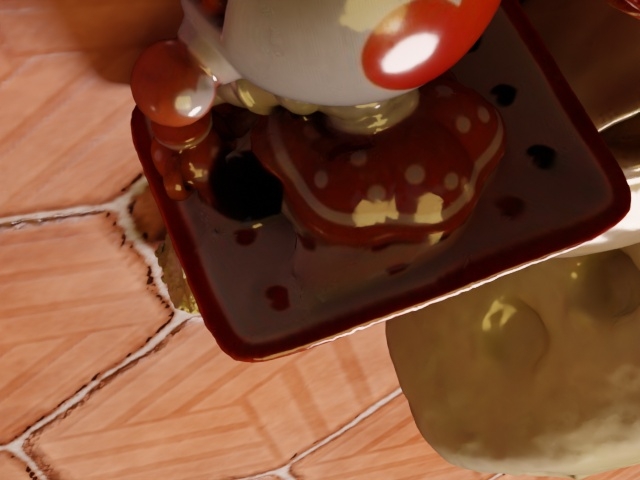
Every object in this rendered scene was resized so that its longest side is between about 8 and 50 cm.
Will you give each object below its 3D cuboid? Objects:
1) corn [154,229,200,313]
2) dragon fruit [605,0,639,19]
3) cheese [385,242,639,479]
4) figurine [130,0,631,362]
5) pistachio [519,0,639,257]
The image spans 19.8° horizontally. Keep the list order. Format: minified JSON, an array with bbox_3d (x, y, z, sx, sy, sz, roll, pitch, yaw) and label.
[{"bbox_3d":[0.000,0.000,0.938,0.165,0.063,0.085,-11,175,-20],"label":"corn"},{"bbox_3d":[0.155,-0.162,0.557,0.241,0.241,0.252,-25,-171,3],"label":"dragon fruit"},{"bbox_3d":[0.173,0.033,1.009,0.251,0.174,0.248,-10,159,-12],"label":"cheese"},{"bbox_3d":[0.007,-0.097,0.688,0.183,0.160,0.226,-21,145,-6],"label":"figurine"},{"bbox_3d":[0.154,-0.071,0.865,0.223,0.126,0.152,-24,-168,-8],"label":"pistachio"}]
